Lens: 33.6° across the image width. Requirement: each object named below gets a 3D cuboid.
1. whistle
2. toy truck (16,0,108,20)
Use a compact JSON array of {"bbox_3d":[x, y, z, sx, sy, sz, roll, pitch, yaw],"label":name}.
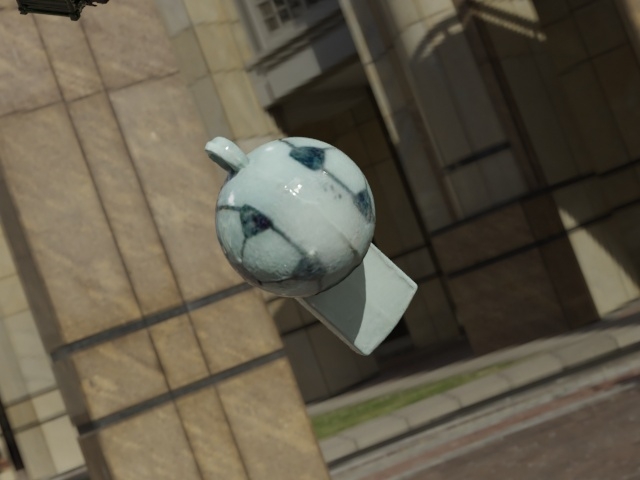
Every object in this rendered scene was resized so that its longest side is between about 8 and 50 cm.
[{"bbox_3d":[0.000,0.000,1.006,0.163,0.289,0.163,-39,24,21],"label":"whistle"},{"bbox_3d":[-0.290,-0.361,1.116,0.121,0.259,0.088,11,50,18],"label":"toy truck"}]
